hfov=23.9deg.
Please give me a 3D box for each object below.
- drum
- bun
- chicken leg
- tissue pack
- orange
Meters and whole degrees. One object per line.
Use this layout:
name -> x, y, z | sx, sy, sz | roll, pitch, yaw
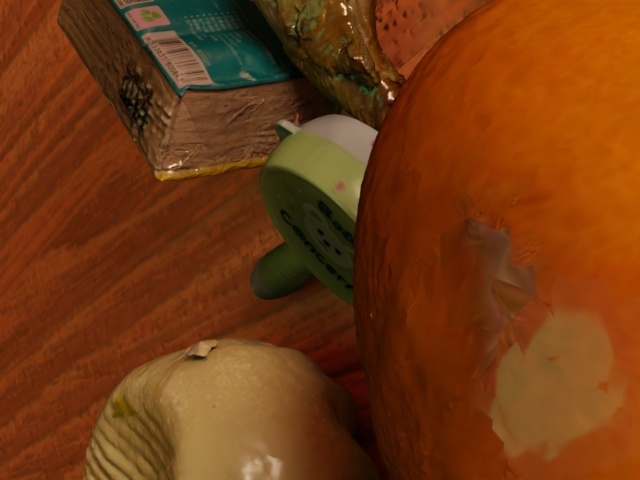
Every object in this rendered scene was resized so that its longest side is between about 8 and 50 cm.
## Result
drum -> 0.015, 0.014, 0.880 | 0.130, 0.049, 0.253 | 43, 160, 12
bun -> -0.049, 0.186, 0.945 | 0.259, 0.160, 0.259 | -172, 90, -66
chicken leg -> 0.019, -0.107, 0.836 | 0.093, 0.070, 0.178 | -38, 73, 51
tissue pack -> -0.077, -0.117, 0.937 | 0.169, 0.120, 0.082 | 53, 141, 37
orange -> 0.138, 0.039, 0.578 | 0.310, 0.274, 0.274 | 45, 142, 8
